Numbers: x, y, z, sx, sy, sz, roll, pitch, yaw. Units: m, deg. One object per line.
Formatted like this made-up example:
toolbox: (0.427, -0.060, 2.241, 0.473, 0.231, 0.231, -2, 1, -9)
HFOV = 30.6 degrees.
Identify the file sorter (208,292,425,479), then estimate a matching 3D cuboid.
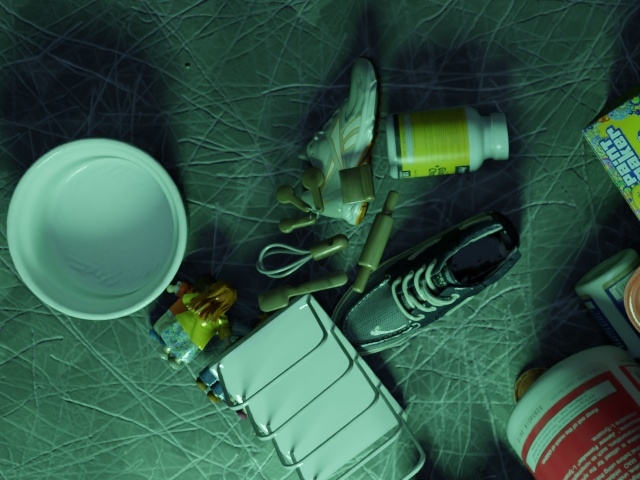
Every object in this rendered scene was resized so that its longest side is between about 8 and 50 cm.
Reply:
file sorter: (-0.001, 0.257, 1.754, 0.193, 0.173, 0.278, -38, 111, 1)

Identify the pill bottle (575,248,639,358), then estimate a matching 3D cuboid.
pill bottle: (0.489, 0.117, 1.799, 0.112, 0.112, 0.187, -36, 90, 4)

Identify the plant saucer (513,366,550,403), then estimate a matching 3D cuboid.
plant saucer: (0.349, 0.243, 1.861, 0.083, 0.013, 0.084, 0, 91, 3)

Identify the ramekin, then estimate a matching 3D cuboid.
ramekin: (-0.335, -0.020, 1.827, 0.277, 0.135, 0.277, 0, 92, 4)

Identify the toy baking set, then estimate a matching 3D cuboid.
toy baking set: (0.007, 0.000, 1.760, 0.196, 0.030, 0.256, 11, 75, 24)

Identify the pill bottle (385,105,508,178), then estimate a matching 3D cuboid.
pill bottle: (0.195, -0.154, 1.808, 0.184, 0.103, 0.103, -5, 92, 4)

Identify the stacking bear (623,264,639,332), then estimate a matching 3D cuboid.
stacking bear: (0.573, 0.026, 1.721, 0.164, 0.289, 0.175, -21, 105, 45)

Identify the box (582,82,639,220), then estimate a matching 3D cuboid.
box: (0.552, -0.177, 1.659, 0.279, 0.290, 0.177, -34, 90, 23)

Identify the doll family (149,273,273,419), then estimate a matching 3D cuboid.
doll family: (-0.145, 0.160, 1.831, 0.263, 0.118, 0.163, 42, 96, -1)

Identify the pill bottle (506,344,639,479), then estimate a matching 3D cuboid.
pill bottle: (0.465, 0.365, 1.663, 0.229, 0.229, 0.408, -38, 54, 4)

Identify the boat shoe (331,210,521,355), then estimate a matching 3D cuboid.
boat shoe: (0.157, 0.067, 1.792, 0.340, 0.158, 0.127, -36, 90, 4)

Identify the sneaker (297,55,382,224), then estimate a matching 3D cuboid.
sneaker: (0.028, -0.161, 1.824, 0.121, 0.099, 0.263, 9, 92, 7)
